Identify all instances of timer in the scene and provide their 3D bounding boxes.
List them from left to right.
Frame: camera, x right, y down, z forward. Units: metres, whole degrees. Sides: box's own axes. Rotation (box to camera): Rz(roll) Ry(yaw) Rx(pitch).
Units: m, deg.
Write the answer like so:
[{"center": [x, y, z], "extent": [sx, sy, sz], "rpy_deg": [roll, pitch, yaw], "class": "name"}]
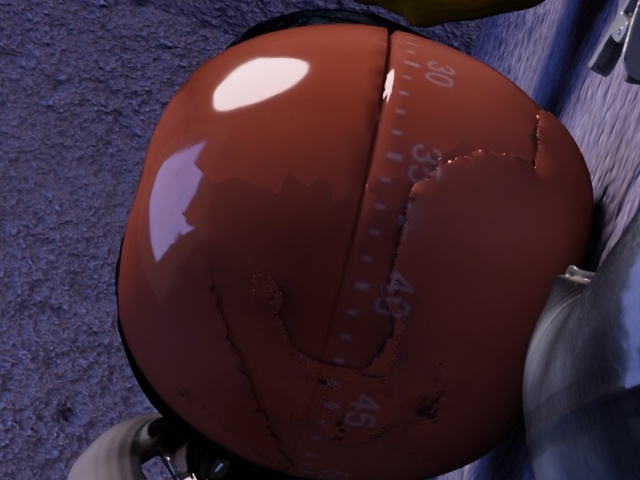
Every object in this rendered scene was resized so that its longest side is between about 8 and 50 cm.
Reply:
[{"center": [0.018, 0.008, 0.763], "extent": [0.229, 0.215, 0.229], "rpy_deg": [14, -90, -86], "class": "timer"}]

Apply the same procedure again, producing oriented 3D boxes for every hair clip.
[{"center": [0.161, -0.125, 0.702], "extent": [0.039, 0.030, 0.115], "rpy_deg": [-123, 48, -67], "class": "hair clip"}]

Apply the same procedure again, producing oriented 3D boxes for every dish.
[{"center": [-0.064, 0.222, 1.277], "extent": [0.134, 0.273, 0.273], "rpy_deg": [-53, 5, 22], "class": "dish"}]

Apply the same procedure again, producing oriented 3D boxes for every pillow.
[{"center": [0.078, 0.041, 0.362], "extent": [0.135, 0.055, 0.091], "rpy_deg": [97, -170, -78], "class": "pillow"}]

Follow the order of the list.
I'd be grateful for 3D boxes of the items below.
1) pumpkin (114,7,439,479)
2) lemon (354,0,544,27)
[{"center": [0.000, 0.000, 1.176], "extent": [0.363, 0.266, 0.363], "rpy_deg": [20, -90, -84], "class": "pumpkin"}, {"center": [0.104, -0.289, 1.130], "extent": [0.316, 0.285, 0.285], "rpy_deg": [31, 106, 46], "class": "lemon"}]
